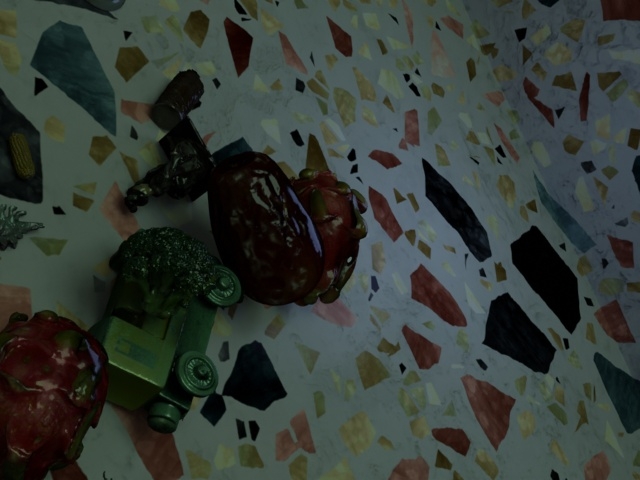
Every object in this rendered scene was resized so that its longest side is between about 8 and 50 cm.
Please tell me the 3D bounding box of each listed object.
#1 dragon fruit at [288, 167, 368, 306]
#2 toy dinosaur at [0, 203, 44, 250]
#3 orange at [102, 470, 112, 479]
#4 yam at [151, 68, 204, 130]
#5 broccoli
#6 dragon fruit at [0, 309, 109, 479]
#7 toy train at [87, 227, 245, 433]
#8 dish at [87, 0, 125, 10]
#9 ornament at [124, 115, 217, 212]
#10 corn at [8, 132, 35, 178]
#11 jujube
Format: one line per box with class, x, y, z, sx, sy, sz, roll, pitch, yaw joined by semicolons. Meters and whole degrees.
dragon fruit;-0.013;-0.007;2.263;0.307;0.243;0.227;-58;145;-7
toy dinosaur;-0.584;-0.027;1.773;0.208;0.039;0.082;8;64;-44
orange;-0.391;0.528;1.507;0.300;0.223;0.301;-73;143;-59
yam;-0.313;-0.312;2.205;0.079;0.079;0.141;46;43;-18
broccoli;-0.271;0.053;1.790;0.195;0.195;0.156;1;108;-47
dragon fruit;-0.465;0.259;1.594;0.231;0.237;0.303;20;62;-13
toy train;-0.301;0.159;1.887;0.253;0.160;0.397;30;46;-21
dish;-0.468;-0.586;2.197;0.141;0.078;0.141;26;50;-36
ornament;-0.332;-0.134;2.048;0.196;0.166;0.153;-32;92;-36
corn;-0.562;-0.158;1.876;0.037;0.037;0.092;-5;74;-48
jujube;-0.114;-0.020;2.023;0.223;0.223;0.318;-51;128;-49
